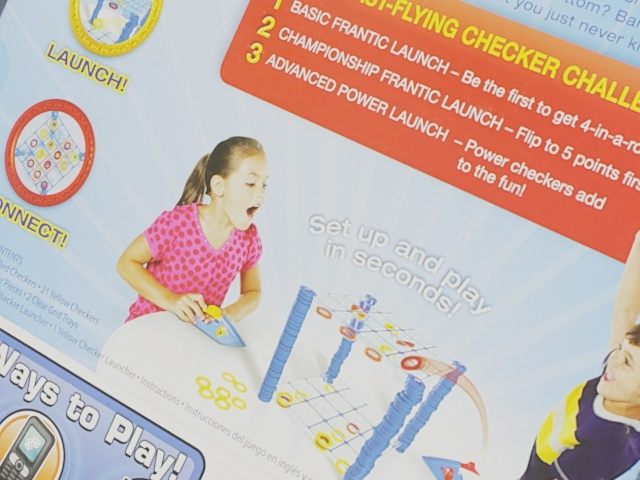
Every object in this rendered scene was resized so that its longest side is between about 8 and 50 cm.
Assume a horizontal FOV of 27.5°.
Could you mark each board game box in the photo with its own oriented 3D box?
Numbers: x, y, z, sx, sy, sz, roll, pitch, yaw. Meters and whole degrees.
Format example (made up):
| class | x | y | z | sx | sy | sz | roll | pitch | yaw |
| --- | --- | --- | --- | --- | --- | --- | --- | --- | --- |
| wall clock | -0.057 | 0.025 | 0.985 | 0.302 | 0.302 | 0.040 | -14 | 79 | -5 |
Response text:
| class | x | y | z | sx | sy | sz | roll | pitch | yaw |
| --- | --- | --- | --- | --- | --- | --- | --- | --- | --- |
| board game box | 0.000 | 0.000 | 0.493 | 0.308 | 0.086 | 0.302 | 27 | 94 | 25 |
